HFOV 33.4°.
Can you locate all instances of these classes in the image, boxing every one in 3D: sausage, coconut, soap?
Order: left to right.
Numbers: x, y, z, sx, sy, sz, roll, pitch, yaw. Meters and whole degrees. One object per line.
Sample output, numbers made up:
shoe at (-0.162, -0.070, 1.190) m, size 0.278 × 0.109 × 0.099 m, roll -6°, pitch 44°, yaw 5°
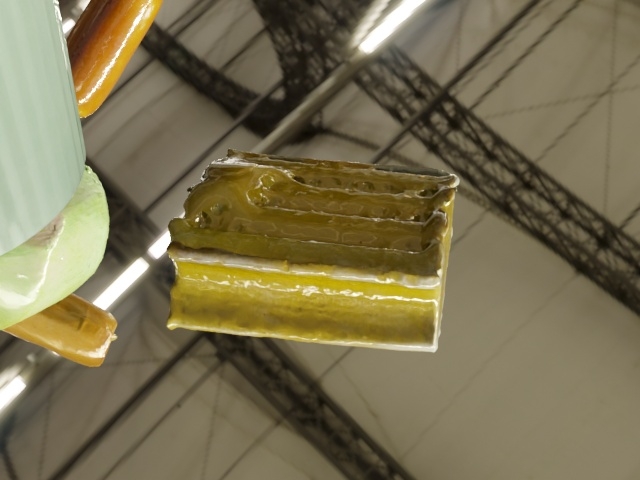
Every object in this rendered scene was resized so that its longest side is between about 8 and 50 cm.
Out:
coconut at (-0.487, -0.009, 1.598) m, size 0.328 × 0.328 × 0.281 m, roll -113°, pitch -149°, yaw -62°
sausage at (-0.506, 0.113, 1.829) m, size 0.112 × 0.328 × 0.112 m, roll -62°, pitch -172°, yaw 16°
sausage at (-0.349, -0.324, 1.726) m, size 0.274 × 0.105 × 0.105 m, roll -56°, pitch -154°, yaw 9°
soap at (0.000, 0.000, 1.148) m, size 0.281 × 0.143 × 0.259 m, roll 5°, pitch -150°, yaw 10°

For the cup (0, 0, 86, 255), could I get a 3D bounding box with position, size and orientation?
cup at (-0.360, -0.166, 0.790) m, size 0.310 × 0.392 × 0.401 m, roll 5°, pitch -138°, yaw 13°
